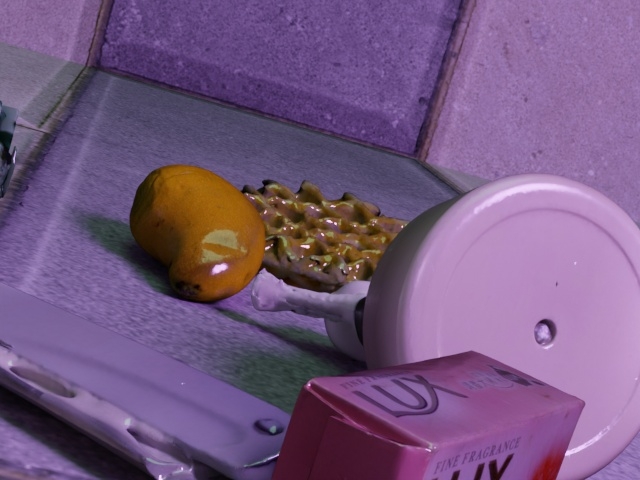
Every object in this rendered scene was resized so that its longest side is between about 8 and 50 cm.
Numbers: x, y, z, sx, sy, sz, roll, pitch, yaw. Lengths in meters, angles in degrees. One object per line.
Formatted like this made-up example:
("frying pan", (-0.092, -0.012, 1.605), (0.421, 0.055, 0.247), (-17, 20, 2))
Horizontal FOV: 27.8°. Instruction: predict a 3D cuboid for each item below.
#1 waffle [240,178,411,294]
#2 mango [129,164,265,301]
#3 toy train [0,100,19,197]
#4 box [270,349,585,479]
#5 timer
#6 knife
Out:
("waffle", (0.000, 0.002, 1.159), (0.223, 0.054, 0.204), (18, 20, 11))
("mango", (-0.094, -0.009, 1.007), (0.098, 0.075, 0.190), (-10, 25, -16))
("toy train", (-0.337, -0.070, 0.852), (0.270, 0.115, 0.154), (15, 1, -7))
("box", (0.036, 0.104, 0.488), (0.060, 0.111, 0.156), (22, 13, 27))
("timer", (0.070, 0.052, 0.821), (0.175, 0.175, 0.266), (13, -6, -23))
("knife", (-0.123, 0.067, 0.634), (0.266, 0.040, 0.073), (23, 22, 31))
